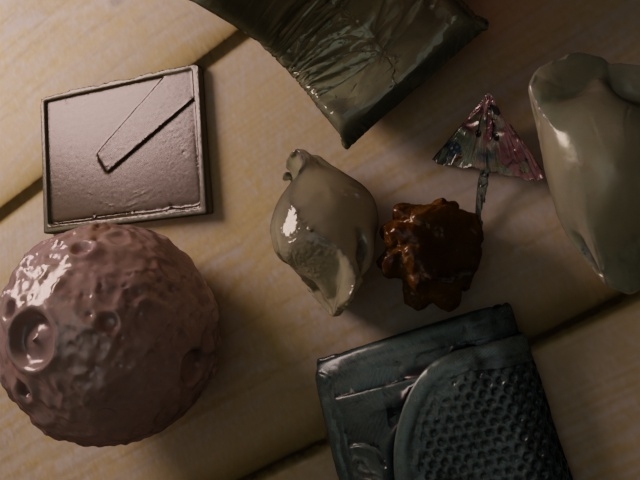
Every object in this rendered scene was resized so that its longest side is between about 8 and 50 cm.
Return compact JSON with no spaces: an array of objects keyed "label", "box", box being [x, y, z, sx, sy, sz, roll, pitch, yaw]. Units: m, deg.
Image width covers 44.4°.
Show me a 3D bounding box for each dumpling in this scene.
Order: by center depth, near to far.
[{"label":"dumpling","box":[0.283,-0.069,0.730,0.151,0.124,0.229,-13,87,-13]},{"label":"dumpling","box":[-0.003,0.002,0.853,0.111,0.155,0.181,15,54,-5]}]

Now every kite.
[{"label":"kite","box":[0.168,-0.074,0.805,0.139,0.011,0.157,21,116,46]}]

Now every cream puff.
[{"label":"cream puff","box":[0.113,0.013,0.806,0.116,0.094,0.122,-38,87,-12]}]

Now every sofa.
[{"label":"sofa","box":[0.009,-0.244,0.785,0.210,0.225,0.176,-38,57,18]}]

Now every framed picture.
[{"label":"framed picture","box":[-0.260,-0.115,1.024,0.265,0.018,0.192,-5,86,25]}]

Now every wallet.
[{"label":"wallet","box":[0.136,0.257,0.800,0.237,0.075,0.342,-19,80,20]}]

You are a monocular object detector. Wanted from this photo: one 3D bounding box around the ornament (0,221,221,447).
[{"label":"ornament","box":[-0.247,0.104,0.895,0.259,0.225,0.260,-1,89,24]}]
